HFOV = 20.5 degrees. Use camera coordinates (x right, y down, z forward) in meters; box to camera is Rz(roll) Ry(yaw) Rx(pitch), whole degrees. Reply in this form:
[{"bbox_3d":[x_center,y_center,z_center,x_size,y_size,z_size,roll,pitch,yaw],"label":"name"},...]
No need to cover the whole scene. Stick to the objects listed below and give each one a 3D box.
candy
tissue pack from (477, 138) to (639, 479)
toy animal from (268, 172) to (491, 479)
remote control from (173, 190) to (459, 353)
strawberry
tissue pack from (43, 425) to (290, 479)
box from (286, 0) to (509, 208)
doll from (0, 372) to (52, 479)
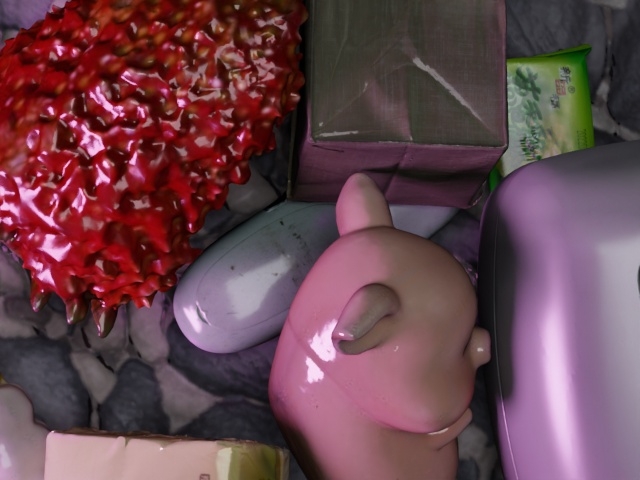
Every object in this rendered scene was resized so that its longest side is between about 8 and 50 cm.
[{"bbox_3d":[0.177,-0.068,1.402,0.102,0.032,0.178,-4,85,-6],"label":"candy"},{"bbox_3d":[0.240,0.094,1.274,0.229,0.236,0.333,-8,91,-8],"label":"tissue pack"},{"bbox_3d":[0.040,0.098,1.279,0.154,0.166,0.250,-9,127,-16],"label":"toy animal"},{"bbox_3d":[0.000,0.000,1.372,0.256,0.045,0.097,-34,86,-12],"label":"remote control"},{"bbox_3d":[-0.156,-0.100,1.259,0.233,0.137,0.306,49,117,25],"label":"strawberry"},{"bbox_3d":[-0.116,0.255,1.271,0.159,0.125,0.234,1,82,23],"label":"tissue pack"},{"bbox_3d":[0.058,-0.155,1.324,0.155,0.149,0.231,3,74,-5],"label":"box"},{"bbox_3d":[-0.328,0.163,1.291,0.252,0.111,0.237,44,83,-9],"label":"doll"}]
